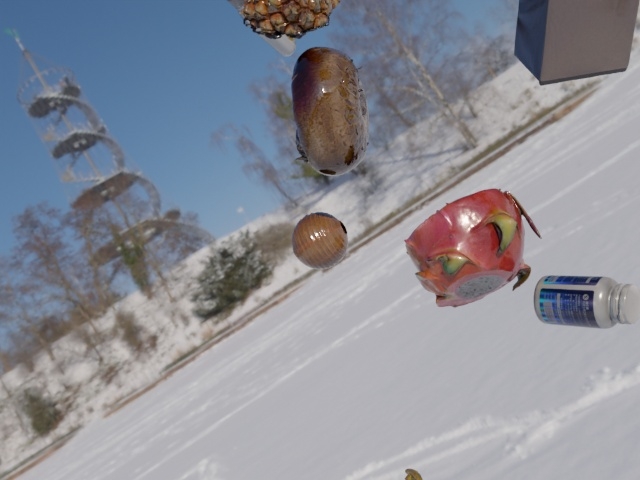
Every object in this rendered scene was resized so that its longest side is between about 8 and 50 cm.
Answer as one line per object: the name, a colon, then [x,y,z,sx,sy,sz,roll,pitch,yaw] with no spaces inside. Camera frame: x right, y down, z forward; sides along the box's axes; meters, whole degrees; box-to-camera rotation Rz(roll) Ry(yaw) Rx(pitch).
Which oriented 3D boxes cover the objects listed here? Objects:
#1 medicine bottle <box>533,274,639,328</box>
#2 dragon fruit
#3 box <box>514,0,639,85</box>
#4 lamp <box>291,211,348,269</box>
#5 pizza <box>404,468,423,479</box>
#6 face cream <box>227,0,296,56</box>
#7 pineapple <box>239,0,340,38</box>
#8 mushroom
medicine bottle: [0.549,0.126,1.377,0.191,0.107,0.107,-1,21,47]
dragon fruit: [0.334,0.029,1.470,0.290,0.189,0.291,-19,-27,-10]
box: [0.488,-0.456,1.274,0.188,0.252,0.153,-10,37,0]
lamp: [0.000,0.000,1.531,0.136,0.136,0.136,-32,-4,-3]
pizza: [0.217,0.588,1.534,0.026,0.109,0.123,1,3,-12]
face cream: [-0.188,-0.680,2.022,0.071,0.144,0.291,-34,-40,24]
pineapple: [-0.088,-0.640,1.495,0.262,0.262,0.272,-31,-32,-11]
mushroom: [0.023,-0.268,1.418,0.163,0.297,0.278,1,-39,3]
